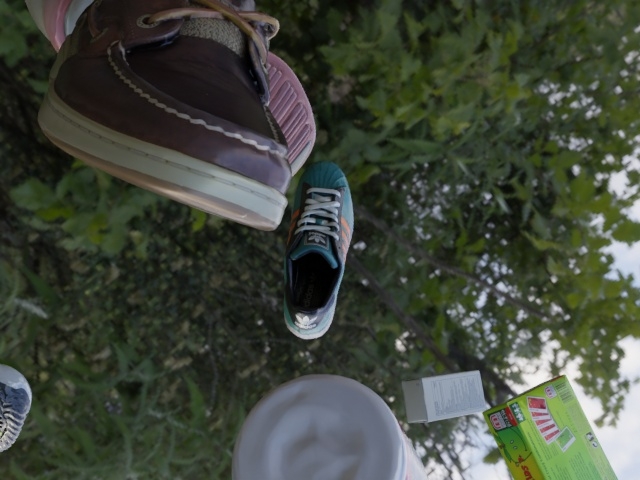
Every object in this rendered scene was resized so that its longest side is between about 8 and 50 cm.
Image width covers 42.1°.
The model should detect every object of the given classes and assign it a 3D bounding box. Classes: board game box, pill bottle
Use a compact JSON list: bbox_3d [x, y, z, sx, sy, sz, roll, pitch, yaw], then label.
[{"bbox_3d":[0.244,0.236,0.830,0.092,0.181,0.043,-16,165,-34],"label":"board game box"},{"bbox_3d":[0.030,0.278,0.938,0.176,0.176,0.318,-39,151,-7],"label":"pill bottle"}]

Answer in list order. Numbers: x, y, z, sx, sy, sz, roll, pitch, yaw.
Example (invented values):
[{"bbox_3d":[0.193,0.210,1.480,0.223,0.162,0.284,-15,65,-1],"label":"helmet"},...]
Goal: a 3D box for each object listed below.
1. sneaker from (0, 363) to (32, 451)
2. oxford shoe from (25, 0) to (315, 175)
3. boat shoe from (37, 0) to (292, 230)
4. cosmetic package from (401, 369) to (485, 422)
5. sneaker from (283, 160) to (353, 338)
[{"bbox_3d":[-0.520,0.243,1.260,0.385,0.145,0.147,-37,-152,49],"label":"sneaker"},{"bbox_3d":[-0.141,-0.182,0.875,0.140,0.397,0.146,-50,-127,1],"label":"oxford shoe"},{"bbox_3d":[-0.091,-0.112,0.504,0.123,0.123,0.342,-64,-154,12],"label":"boat shoe"},{"bbox_3d":[0.168,0.211,1.129,0.115,0.060,0.041,2,166,-37],"label":"cosmetic package"},{"bbox_3d":[0.000,0.000,1.324,0.121,0.108,0.302,100,-4,-71],"label":"sneaker"}]
